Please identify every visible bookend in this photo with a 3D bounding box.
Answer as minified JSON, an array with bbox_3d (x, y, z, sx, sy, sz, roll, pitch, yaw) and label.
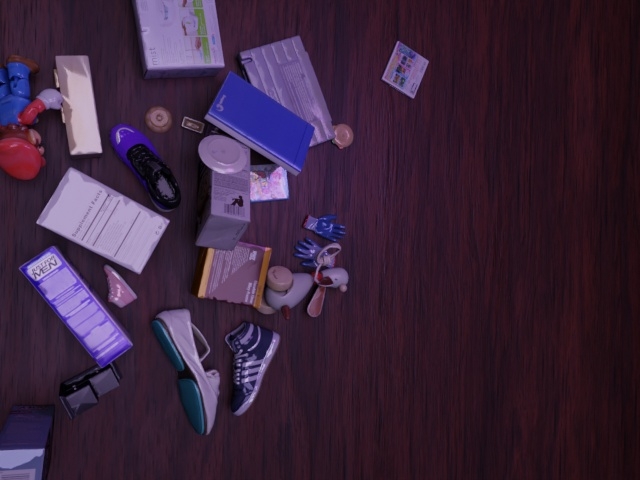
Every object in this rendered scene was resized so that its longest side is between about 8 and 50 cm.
[{"bbox_3d":[-0.637,0.409,1.596,0.156,0.157,0.072,-27,101,-20],"label":"bookend"}]

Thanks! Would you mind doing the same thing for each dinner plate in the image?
[{"bbox_3d":[-0.275,-0.249,1.624,0.141,0.017,0.141,13,53,-18],"label":"dinner plate"}]

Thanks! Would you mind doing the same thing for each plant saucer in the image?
[{"bbox_3d":[-0.489,-0.368,1.730,0.083,0.015,0.083,0,90,-22],"label":"plant saucer"}]

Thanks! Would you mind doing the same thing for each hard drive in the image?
[{"bbox_3d":[-0.175,-0.357,1.739,0.319,0.040,0.210,31,49,-19],"label":"hard drive"}]

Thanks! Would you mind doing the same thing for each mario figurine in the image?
[{"bbox_3d":[-0.797,-0.313,1.536,0.170,0.198,0.320,-2,78,-38],"label":"mario figurine"}]

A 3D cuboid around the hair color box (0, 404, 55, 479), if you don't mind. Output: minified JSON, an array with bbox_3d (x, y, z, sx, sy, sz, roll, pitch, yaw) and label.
[{"bbox_3d":[-0.743,0.552,1.434,0.114,0.374,0.185,6,88,-22],"label":"hair color box"}]

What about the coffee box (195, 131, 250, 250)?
[{"bbox_3d":[-0.285,-0.142,1.667,0.119,0.168,0.297,11,53,-23],"label":"coffee box"}]

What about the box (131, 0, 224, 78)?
[{"bbox_3d":[-0.426,-0.626,1.695,0.231,0.127,0.262,-11,95,-22],"label":"box"}]

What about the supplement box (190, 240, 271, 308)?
[{"bbox_3d":[-0.276,0.095,1.759,0.194,0.129,0.191,13,85,-22],"label":"supplement box"}]

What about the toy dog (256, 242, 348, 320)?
[{"bbox_3d":[-0.042,0.167,1.824,0.334,0.220,0.161,-21,56,-15],"label":"toy dog"}]

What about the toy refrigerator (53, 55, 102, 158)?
[{"bbox_3d":[-0.681,-0.369,1.604,0.094,0.102,0.269,-8,94,-22],"label":"toy refrigerator"}]

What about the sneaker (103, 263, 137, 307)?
[{"bbox_3d":[-0.603,0.138,1.665,0.070,0.051,0.134,-41,109,-23],"label":"sneaker"}]

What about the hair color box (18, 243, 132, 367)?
[{"bbox_3d":[-0.664,0.174,1.568,0.110,0.185,0.339,-36,103,-17],"label":"hair color box"}]

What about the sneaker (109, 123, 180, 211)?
[{"bbox_3d":[-0.494,-0.218,1.658,0.102,0.146,0.293,-39,104,-18],"label":"sneaker"}]

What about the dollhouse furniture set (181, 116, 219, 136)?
[{"bbox_3d":[-0.367,-0.329,1.745,0.114,0.081,0.091,18,83,-22],"label":"dollhouse furniture set"}]

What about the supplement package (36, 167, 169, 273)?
[{"bbox_3d":[-0.603,-0.050,1.596,0.293,0.177,0.175,30,79,-19],"label":"supplement package"}]

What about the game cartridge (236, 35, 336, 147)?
[{"bbox_3d":[-0.105,-0.467,1.868,0.230,0.068,0.355,-24,99,-25],"label":"game cartridge"}]

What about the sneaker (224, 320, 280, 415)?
[{"bbox_3d":[-0.249,0.391,1.787,0.153,0.099,0.282,33,71,-24],"label":"sneaker"}]

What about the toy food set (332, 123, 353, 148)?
[{"bbox_3d":[0.074,-0.358,1.962,0.083,0.020,0.082,-19,98,-22],"label":"toy food set"}]

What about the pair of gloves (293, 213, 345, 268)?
[{"bbox_3d":[0.000,0.000,1.933,0.159,0.023,0.198,20,84,-23],"label":"pair of gloves"}]

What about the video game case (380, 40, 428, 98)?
[{"bbox_3d":[0.304,-0.613,2.058,0.143,0.019,0.157,26,81,-20],"label":"video game case"}]

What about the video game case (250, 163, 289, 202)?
[{"bbox_3d":[-0.187,-0.186,1.857,0.166,0.015,0.119,-7,93,-23],"label":"video game case"}]

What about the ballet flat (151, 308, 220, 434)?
[{"bbox_3d":[-0.377,0.388,1.731,0.139,0.139,0.400,-22,98,-21],"label":"ballet flat"}]
